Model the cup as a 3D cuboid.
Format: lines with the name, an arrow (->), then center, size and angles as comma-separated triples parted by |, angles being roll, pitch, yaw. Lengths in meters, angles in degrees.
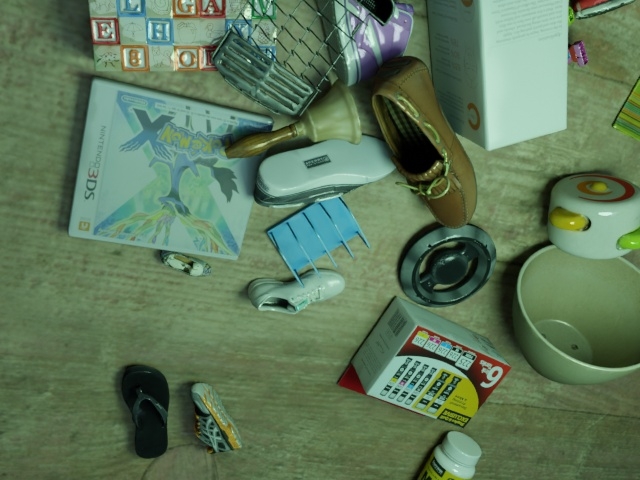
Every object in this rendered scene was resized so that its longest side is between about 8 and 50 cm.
cup -> 0.592, 0.206, 1.492 | 0.331, 0.331, 0.237 | -11, 143, -12

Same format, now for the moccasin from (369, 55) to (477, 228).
moccasin -> 0.198, -0.157, 1.210 | 0.147, 0.139, 0.380 | -57, 138, -29

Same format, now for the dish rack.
dish rack -> -0.038, -0.336, 1.035 | 0.208, 0.074, 0.271 | 29, 110, -27

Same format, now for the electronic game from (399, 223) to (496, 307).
electronic game -> 0.290, 0.059, 1.451 | 0.229, 0.048, 0.229 | -6, 123, -9

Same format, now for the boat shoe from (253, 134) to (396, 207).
boat shoe -> 0.011, -0.126, 1.250 | 0.301, 0.108, 0.102 | -18, 157, -26

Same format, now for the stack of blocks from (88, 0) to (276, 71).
stack of blocks -> -0.226, -0.375, 1.059 | 0.297, 0.087, 0.171 | -4, 117, -16

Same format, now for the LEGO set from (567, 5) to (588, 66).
LEGO set -> 0.433, -0.427, 1.248 | 0.087, 0.093, 0.227 | -44, 119, -30

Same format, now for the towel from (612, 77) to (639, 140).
towel -> 0.745, -0.341, 1.413 | 0.102, 0.021, 0.237 | 16, 109, -24

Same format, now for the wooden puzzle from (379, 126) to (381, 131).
wooden puzzle -> 0.158, -0.243, 1.288 | 0.083, 0.006, 0.049 | -1, 115, -17

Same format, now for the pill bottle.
pill bottle -> 0.337, 0.620, 1.697 | 0.119, 0.119, 0.208 | 16, 109, -23

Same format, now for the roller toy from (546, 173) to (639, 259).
roller toy -> 0.602, -0.062, 1.408 | 0.209, 0.191, 0.146 | 0, 119, 9

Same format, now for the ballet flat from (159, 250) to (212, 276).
ballet flat -> -0.269, 0.052, 1.281 | 0.114, 0.041, 0.041 | 26, 105, -26

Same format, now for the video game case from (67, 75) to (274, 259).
video game case -> -0.280, -0.121, 1.195 | 0.329, 0.036, 0.300 | 9, 112, -21

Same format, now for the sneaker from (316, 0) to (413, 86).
sneaker -> 0.080, -0.431, 1.128 | 0.161, 0.102, 0.282 | -23, 130, -10

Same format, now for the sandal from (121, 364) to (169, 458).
sandal -> -0.374, 0.382, 1.399 | 0.097, 0.054, 0.255 | -9, 117, -13

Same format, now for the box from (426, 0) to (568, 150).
box -> 0.315, -0.371, 1.154 | 0.168, 0.215, 0.345 | -16, 119, -10

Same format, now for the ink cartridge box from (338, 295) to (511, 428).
ink cartridge box -> 0.244, 0.321, 1.518 | 0.309, 0.130, 0.272 | 25, 107, -26

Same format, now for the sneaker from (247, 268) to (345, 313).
sneaker -> -0.042, 0.120, 1.352 | 0.212, 0.094, 0.080 | -8, 116, -14

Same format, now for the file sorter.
file sorter -> 0.000, 0.000, 1.302 | 0.170, 0.104, 0.118 | -31, 120, -1

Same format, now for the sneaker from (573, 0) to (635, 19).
sneaker -> 0.600, -0.534, 1.248 | 0.279, 0.107, 0.118 | -34, 101, -3

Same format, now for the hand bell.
hand bell -> -0.060, -0.199, 1.171 | 0.242, 0.126, 0.126 | -20, 119, -8

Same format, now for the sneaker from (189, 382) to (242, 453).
sneaker -> -0.250, 0.410, 1.438 | 0.083, 0.084, 0.215 | -22, 120, -1
